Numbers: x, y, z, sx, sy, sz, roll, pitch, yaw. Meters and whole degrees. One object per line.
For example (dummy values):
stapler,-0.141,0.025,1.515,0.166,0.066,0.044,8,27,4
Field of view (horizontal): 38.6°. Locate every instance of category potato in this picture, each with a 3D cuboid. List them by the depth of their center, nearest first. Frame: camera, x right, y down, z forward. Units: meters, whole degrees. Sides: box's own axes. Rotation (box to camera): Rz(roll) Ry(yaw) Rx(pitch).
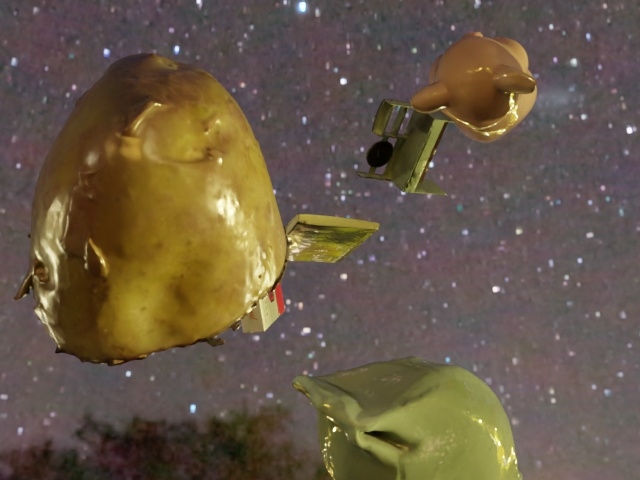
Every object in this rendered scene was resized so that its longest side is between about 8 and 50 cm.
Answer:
potato,-0.184,-0.058,0.960,0.301,0.288,0.237,-6,-51,-4

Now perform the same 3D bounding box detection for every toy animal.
toy animal,0.243,-0.227,1.373,0.166,0.154,0.250,-29,-9,20

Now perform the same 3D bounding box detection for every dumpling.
dumpling,0.104,0.268,1.192,0.270,0.212,0.320,-12,-61,23

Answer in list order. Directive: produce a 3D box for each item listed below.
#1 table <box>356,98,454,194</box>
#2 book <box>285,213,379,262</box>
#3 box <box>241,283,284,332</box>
table,0.168,-0.161,1.603,0.175,0.062,0.146,3,-59,-33
book,0.000,0.000,1.763,0.160,0.024,0.228,6,-19,-16
box,-0.107,0.099,1.640,0.048,0.100,0.152,-5,8,14
